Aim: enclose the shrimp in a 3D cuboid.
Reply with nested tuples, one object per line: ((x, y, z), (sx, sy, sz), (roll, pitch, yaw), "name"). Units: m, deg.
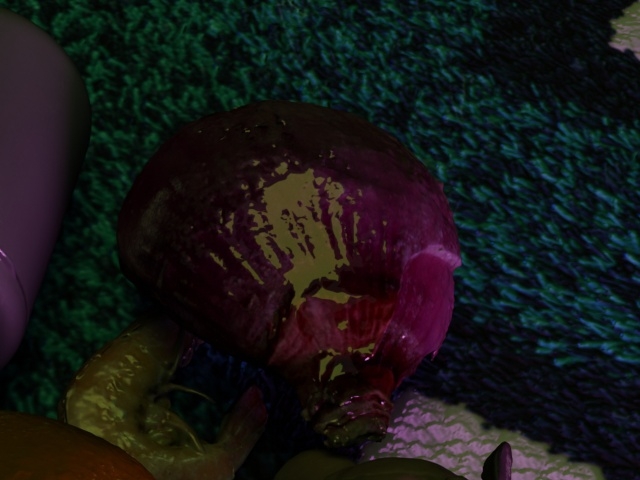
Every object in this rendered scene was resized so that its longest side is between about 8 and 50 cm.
((-0.101, 0.108, 1.310), (0.143, 0.052, 0.251), (33, 51, 4), "shrimp")

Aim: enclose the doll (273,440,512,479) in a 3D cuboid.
((0.049, 0.270, 1.072), (0.235, 0.174, 0.330), (28, 45, -23), "doll")

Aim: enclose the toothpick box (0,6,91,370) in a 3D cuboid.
((-0.290, -0.048, 1.339), (0.229, 0.229, 0.316), (9, 44, 3), "toothpick box")

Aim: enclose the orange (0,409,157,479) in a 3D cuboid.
((-0.200, 0.234, 1.024), (0.274, 0.274, 0.274), (3, 46, -3), "orange")

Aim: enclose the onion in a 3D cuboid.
((0.000, 0.000, 1.267), (0.267, 0.159, 0.348), (1, 26, -22), "onion")
